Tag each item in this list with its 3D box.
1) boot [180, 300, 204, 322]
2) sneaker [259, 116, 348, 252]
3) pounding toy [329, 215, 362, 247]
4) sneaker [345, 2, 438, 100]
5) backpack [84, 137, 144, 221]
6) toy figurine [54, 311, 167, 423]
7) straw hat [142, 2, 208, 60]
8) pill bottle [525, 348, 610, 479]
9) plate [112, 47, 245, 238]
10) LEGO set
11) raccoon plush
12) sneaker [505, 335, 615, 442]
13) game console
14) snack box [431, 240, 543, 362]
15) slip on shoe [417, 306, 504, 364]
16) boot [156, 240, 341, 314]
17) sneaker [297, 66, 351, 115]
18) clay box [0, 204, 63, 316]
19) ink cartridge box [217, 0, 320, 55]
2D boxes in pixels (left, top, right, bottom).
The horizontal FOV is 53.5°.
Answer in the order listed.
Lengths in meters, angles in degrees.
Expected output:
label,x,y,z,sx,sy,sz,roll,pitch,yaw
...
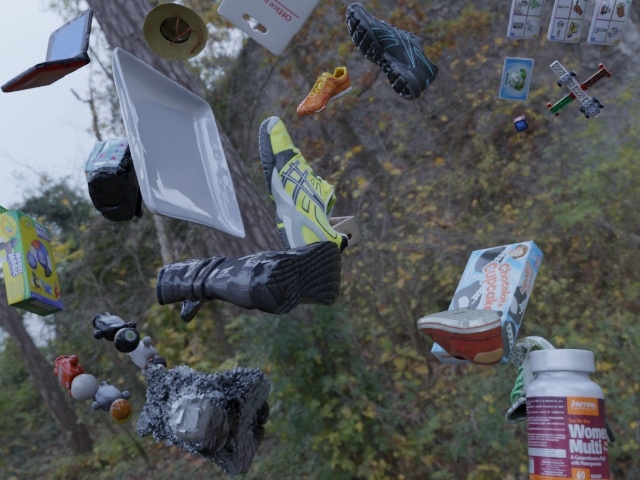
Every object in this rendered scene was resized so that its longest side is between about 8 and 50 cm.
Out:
label,x,y,z,sx,sy,sz,roll,pitch,yaw
boot,-0.332,0.137,1.515,0.121,0.099,0.045,-59,-8,-53
sneaker,-0.045,-0.115,1.470,0.147,0.384,0.145,-17,-15,-1
pounding toy,-0.010,0.004,1.976,0.206,0.094,0.181,-4,20,47
sneaker,0.166,-0.454,1.492,0.106,0.267,0.101,-40,2,-11
backpack,-0.428,-0.146,1.342,0.115,0.182,0.152,0,-46,-3
toy figurine,-0.481,0.298,1.484,0.148,0.209,0.213,22,65,40
straw hat,-0.331,-0.484,1.451,0.144,0.144,0.061,-32,39,16
pill bottle,0.397,0.292,1.029,0.121,0.221,0.121,2,-16,1
plate,-0.235,-0.142,1.044,0.045,0.278,0.277,-21,-14,18
LEGO set,0.409,-0.303,1.100,0.182,0.244,0.060,8,33,13
raccoon plush,-0.285,0.312,1.272,0.446,0.299,0.216,73,-150,-58
sneaker,0.505,0.356,1.500,0.182,0.158,0.410,-21,14,-1
game console,-0.425,-0.294,0.984,0.144,0.085,0.124,-8,15,42
snack box,0.408,0.150,1.546,0.187,0.060,0.322,-14,38,50
slip on shoe,0.283,0.195,1.307,0.123,0.101,0.331,-14,-1,-9
boot,-0.108,0.055,1.093,0.223,0.118,0.338,1,-2,24
sneaker,0.001,-0.328,1.398,0.064,0.067,0.175,8,41,39
clay box,-0.592,0.034,1.290,0.053,0.222,0.127,-18,-18,0
ink cartridge box,-0.079,-0.667,1.581,0.353,0.207,0.119,-49,17,25
